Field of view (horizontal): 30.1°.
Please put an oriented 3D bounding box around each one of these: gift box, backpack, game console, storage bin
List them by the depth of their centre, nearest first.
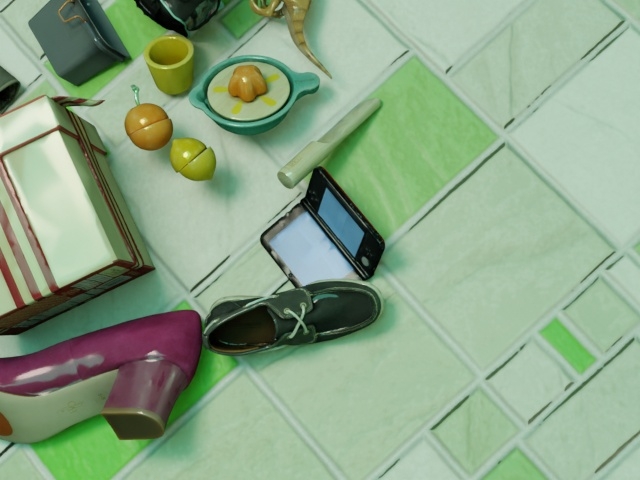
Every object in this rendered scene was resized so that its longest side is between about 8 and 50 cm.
[{"bbox_3d":[-0.361,-0.045,1.528,0.276,0.255,0.258,-26,85,-3],"label":"gift box"},{"bbox_3d":[0.000,0.000,1.531,0.085,0.124,0.144,-30,69,-26],"label":"game console"},{"bbox_3d":[-0.200,-0.366,1.620,0.166,0.188,0.144,43,80,1],"label":"backpack"},{"bbox_3d":[-0.351,-0.291,1.683,0.091,0.098,0.135,-37,70,11],"label":"storage bin"}]

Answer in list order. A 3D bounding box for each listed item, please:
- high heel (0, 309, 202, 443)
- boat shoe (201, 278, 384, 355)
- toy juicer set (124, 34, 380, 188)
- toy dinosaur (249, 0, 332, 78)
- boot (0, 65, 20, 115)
[{"bbox_3d":[-0.338,0.166,1.562,0.377,0.127,0.181,4,46,17],"label":"high heel"},{"bbox_3d":[-0.035,0.103,1.499,0.233,0.079,0.084,-9,103,10],"label":"boat shoe"},{"bbox_3d":[-0.107,-0.166,1.562,0.329,0.089,0.209,14,54,13],"label":"toy juicer set"},{"bbox_3d":[-0.037,-0.320,1.624,0.112,0.064,0.211,-3,65,20],"label":"toy dinosaur"},{"bbox_3d":[-0.511,-0.282,1.718,0.208,0.076,0.189,38,99,25],"label":"boot"}]
